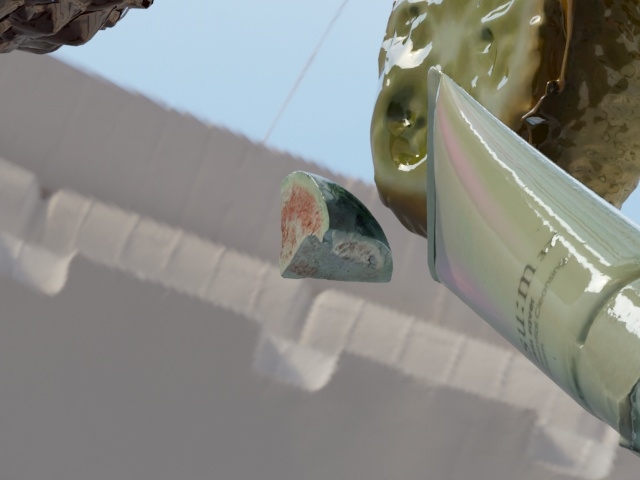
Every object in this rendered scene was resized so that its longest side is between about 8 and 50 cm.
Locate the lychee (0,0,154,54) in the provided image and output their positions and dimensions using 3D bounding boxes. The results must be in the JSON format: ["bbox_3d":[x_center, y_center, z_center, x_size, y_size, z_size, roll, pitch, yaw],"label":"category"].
[{"bbox_3d":[-0.157,-0.203,0.796,0.300,0.264,0.264,-16,-100,9],"label":"lychee"}]

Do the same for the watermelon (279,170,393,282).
[{"bbox_3d":[0.000,0.000,1.010,0.085,0.085,0.061,42,-82,-4],"label":"watermelon"}]

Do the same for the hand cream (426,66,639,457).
[{"bbox_3d":[0.069,0.007,0.563,0.050,0.205,0.078,-9,-69,-16],"label":"hand cream"}]

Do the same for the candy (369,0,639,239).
[{"bbox_3d":[0.125,-0.115,1.176,0.118,0.260,0.260,10,-107,-28],"label":"candy"}]
